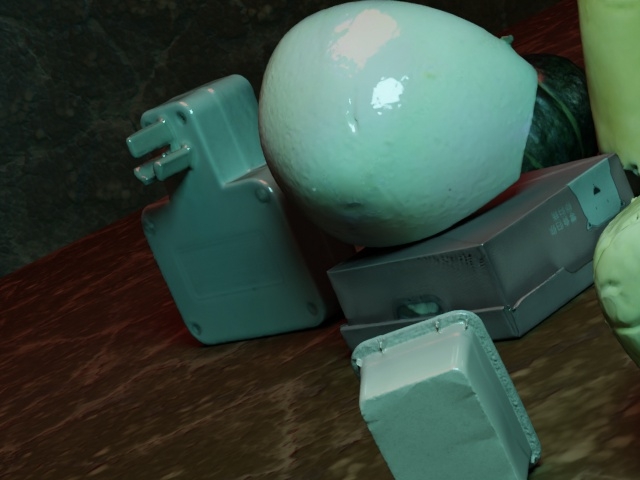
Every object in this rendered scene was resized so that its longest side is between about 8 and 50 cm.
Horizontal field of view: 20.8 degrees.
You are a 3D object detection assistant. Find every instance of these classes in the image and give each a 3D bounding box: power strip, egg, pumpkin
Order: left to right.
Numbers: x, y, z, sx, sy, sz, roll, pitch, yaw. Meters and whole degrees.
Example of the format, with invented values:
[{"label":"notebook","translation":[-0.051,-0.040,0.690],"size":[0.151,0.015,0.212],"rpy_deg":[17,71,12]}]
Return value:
[{"label":"power strip","translation":[-0.101,-0.023,1.782],"size":[0.141,0.261,0.229],"rpy_deg":[-30,12,-40]},{"label":"egg","translation":[0.040,-0.079,1.501],"size":[0.271,0.206,0.161],"rpy_deg":[-26,38,42]},{"label":"pumpkin","translation":[0.187,-0.094,1.735],"size":[0.211,0.152,0.211],"rpy_deg":[-43,2,2]}]

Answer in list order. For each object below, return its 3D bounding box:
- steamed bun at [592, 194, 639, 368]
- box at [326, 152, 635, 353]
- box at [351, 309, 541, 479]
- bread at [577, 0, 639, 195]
[{"label":"steamed bun","translation":[0.286,0.010,1.013],"size":[0.232,0.166,0.273],"rpy_deg":[-33,0,20]},{"label":"box","translation":[0.148,0.012,1.527],"size":[0.215,0.086,0.215],"rpy_deg":[-32,13,-38]},{"label":"box","translation":[0.077,0.114,1.072],"size":[0.089,0.122,0.062],"rpy_deg":[-20,23,17]},{"label":"bread","translation":[0.377,-0.253,1.625],"size":[0.250,0.394,0.361],"rpy_deg":[-4,12,17]}]
